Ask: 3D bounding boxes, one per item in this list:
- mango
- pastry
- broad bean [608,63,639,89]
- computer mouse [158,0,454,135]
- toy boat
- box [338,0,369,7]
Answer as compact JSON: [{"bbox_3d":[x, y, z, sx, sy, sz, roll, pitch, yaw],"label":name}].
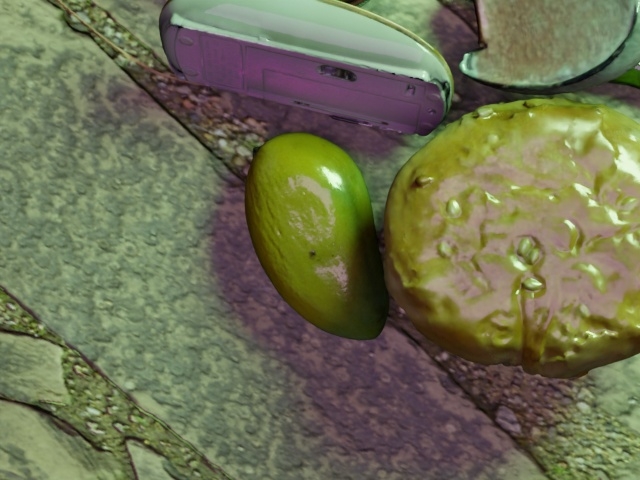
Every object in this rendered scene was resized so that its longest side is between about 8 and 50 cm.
[{"bbox_3d":[-0.007,-0.001,1.402,0.137,0.091,0.237,-9,98,15],"label":"mango"},{"bbox_3d":[0.224,-0.002,1.323,0.315,0.184,0.285,-2,88,8],"label":"pastry"},{"bbox_3d":[0.310,-0.192,1.352,0.297,0.043,0.060,20,92,5],"label":"broad bean"},{"bbox_3d":[-0.013,-0.189,1.334,0.310,0.158,0.072,14,67,4],"label":"computer mouse"},{"bbox_3d":[0.241,-0.224,1.292,0.227,0.085,0.155,0,95,41],"label":"toy boat"},{"bbox_3d":[-0.066,-0.415,1.327,0.404,0.108,0.263,39,100,-2],"label":"box"}]
